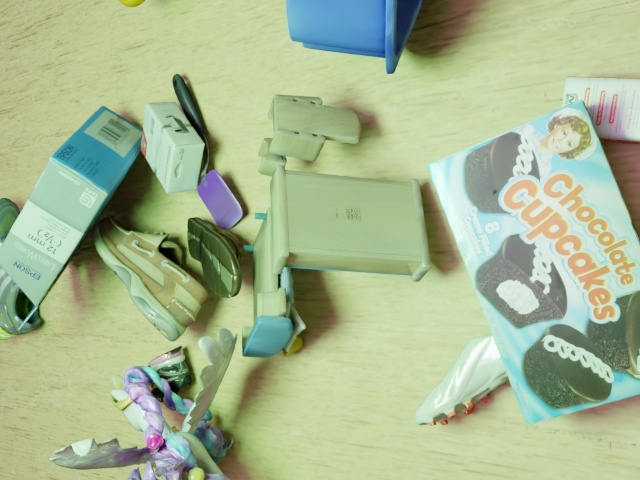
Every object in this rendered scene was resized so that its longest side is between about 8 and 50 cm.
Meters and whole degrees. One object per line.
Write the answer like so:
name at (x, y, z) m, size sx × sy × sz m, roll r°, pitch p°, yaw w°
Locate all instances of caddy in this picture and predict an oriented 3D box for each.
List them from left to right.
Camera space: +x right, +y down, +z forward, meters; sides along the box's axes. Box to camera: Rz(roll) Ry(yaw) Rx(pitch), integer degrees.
caddy at (0.059, -0.383, 0.944) m, size 0.179 × 0.241 × 0.341 m, roll 2°, pitch 101°, yaw 6°

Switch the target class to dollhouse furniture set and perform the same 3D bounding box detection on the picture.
dollhouse furniture set at (0.000, 0.000, 1.114) m, size 0.303 × 0.198 × 0.286 m, roll 118°, pitch 153°, yaw -56°

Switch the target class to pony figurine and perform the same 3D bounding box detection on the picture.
pony figurine at (-0.218, 0.326, 1.142) m, size 0.363 × 0.302 × 0.351 m, roll 55°, pitch 156°, yaw 11°

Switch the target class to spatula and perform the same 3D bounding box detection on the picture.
spatula at (-0.203, -0.157, 1.288) m, size 0.084 × 0.030 × 0.296 m, roll -41°, pitch 63°, yaw 49°

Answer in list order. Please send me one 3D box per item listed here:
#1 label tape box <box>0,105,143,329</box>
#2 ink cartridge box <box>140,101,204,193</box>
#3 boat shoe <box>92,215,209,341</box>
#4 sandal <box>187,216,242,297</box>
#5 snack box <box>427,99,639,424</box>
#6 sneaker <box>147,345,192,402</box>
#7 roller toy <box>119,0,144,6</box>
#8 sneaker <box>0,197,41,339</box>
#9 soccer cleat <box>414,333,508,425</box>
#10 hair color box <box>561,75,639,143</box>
label tape box at (-0.463, -0.043, 1.353) m, size 0.115 × 0.249 × 0.348 m, roll 35°, pitch 117°, yaw -14°
ink cartridge box at (-0.253, -0.158, 1.282) m, size 0.135 × 0.056 × 0.099 m, roll 53°, pitch 139°, yaw 37°
boat shoe at (-0.292, 0.044, 1.321) m, size 0.116 × 0.123 × 0.324 m, roll -42°, pitch 51°, yaw -7°
sandal at (-0.164, 0.020, 1.228) m, size 0.219 × 0.060 × 0.090 m, roll 36°, pitch 124°, yaw 58°
snack box at (0.267, 0.027, 0.857) m, size 0.187 × 0.060 × 0.322 m, roll -22°, pitch 85°, yaw 21°
sneaker at (-0.294, 0.258, 1.338) m, size 0.178 × 0.072 × 0.077 m, roll -35°, pitch 80°, yaw 38°
roller toy at (-0.283, -0.516, 1.278) m, size 0.209 × 0.146 × 0.191 m, roll -31°, pitch 71°, yaw 34°
sneaker at (-0.641, 0.059, 1.593) m, size 0.121 × 0.111 × 0.300 m, roll -5°, pitch 93°, yaw 27°
soccer cleat at (0.193, 0.169, 0.967) m, size 0.196 × 0.068 × 0.076 m, roll -41°, pitch 61°, yaw 22°
hair color box at (0.349, -0.147, 0.858) m, size 0.141 × 0.043 × 0.072 m, roll 12°, pitch 98°, yaw 36°
